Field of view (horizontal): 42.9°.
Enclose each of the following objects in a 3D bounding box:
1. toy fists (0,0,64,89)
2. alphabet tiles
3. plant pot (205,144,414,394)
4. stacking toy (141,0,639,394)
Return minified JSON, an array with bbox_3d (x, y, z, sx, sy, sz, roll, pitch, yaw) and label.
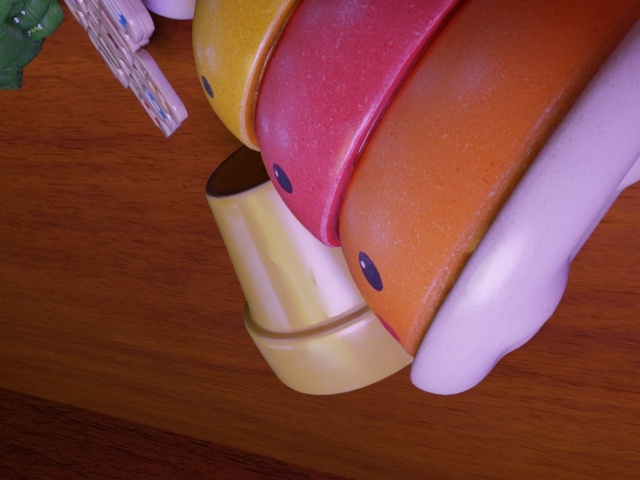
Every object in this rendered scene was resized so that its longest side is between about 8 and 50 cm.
[{"bbox_3d":[-0.362,-0.225,0.772,0.096,0.142,0.279,32,-162,21],"label":"toy fists"},{"bbox_3d":[-0.206,-0.222,0.741,0.278,0.021,0.284,57,168,-10],"label":"alphabet tiles"},{"bbox_3d":[0.000,0.000,0.905,0.254,0.254,0.239,-6,125,43],"label":"plant pot"},{"bbox_3d":[0.022,-0.144,0.642,0.480,0.350,0.350,36,155,16],"label":"stacking toy"}]
